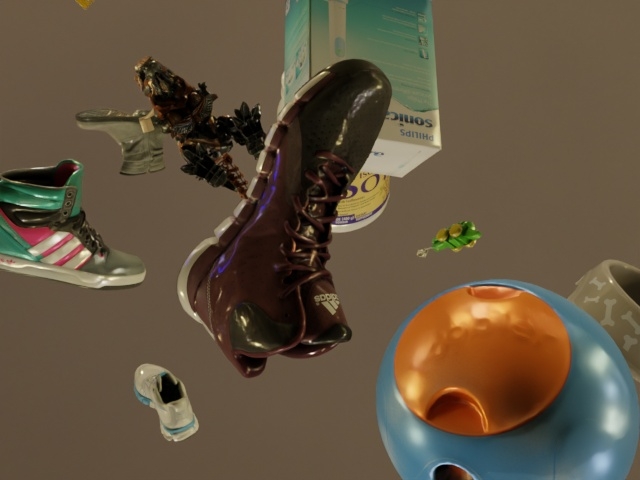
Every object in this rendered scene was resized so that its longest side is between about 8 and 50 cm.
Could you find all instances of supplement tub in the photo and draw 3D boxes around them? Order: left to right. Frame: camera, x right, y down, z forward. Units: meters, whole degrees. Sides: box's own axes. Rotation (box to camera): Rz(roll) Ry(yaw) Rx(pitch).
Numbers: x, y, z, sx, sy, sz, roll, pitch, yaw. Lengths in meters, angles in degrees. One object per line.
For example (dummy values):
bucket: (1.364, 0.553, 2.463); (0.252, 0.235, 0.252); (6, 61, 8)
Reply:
supplement tub: (0.034, -0.208, 1.232); (0.241, 0.331, 0.241); (-2, -133, 3)

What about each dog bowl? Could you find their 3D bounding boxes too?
dog bowl: (0.670, 0.173, 1.149); (0.349, 0.349, 0.102); (41, -61, 16)

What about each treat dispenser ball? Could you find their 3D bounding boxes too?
treat dispenser ball: (0.210, 0.190, 0.669); (0.288, 0.288, 0.288); (-2, -106, 8)

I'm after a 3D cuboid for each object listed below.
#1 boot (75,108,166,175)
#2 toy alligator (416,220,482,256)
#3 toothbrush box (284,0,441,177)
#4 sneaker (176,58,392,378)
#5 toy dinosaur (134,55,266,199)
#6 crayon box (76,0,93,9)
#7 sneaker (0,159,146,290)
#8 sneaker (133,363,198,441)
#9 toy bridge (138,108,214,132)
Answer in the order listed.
boot: (-0.467, -0.228, 1.375); (0.083, 0.247, 0.161); (24, -68, 34)
toy alligator: (0.283, -0.008, 1.258); (0.056, 0.190, 0.051); (34, -119, -20)
toothbrush box: (0.061, -0.268, 0.908); (0.217, 0.126, 0.295); (5, -107, -21)
sneaker: (0.000, 0.000, 0.478); (0.281, 0.106, 0.162); (-55, -131, 16)
toy dinosaur: (-0.202, -0.193, 1.045); (0.218, 0.322, 0.164); (30, -89, 50)
crayon box: (-0.337, -0.559, 0.897); (0.323, 0.203, 0.083); (-39, -151, 13)
sneaker: (-0.393, -0.033, 0.907); (0.124, 0.296, 0.178); (33, -79, 46)
sneaker: (-0.257, 0.241, 0.941); (0.071, 0.082, 0.191); (-19, -151, -33)
toy bridge: (-0.326, -0.284, 1.260); (0.188, 0.026, 0.063); (-6, -68, 23)
